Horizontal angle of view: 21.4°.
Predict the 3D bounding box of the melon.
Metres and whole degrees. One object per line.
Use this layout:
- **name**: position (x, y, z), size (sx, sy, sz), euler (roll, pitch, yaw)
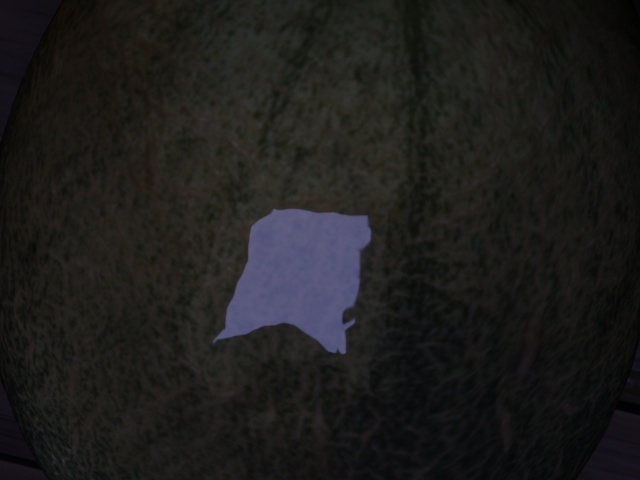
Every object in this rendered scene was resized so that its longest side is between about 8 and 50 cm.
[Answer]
- **melon**: position (0.000, 0.000, 0.628), size (0.249, 0.248, 0.329), euler (13, 135, 2)
